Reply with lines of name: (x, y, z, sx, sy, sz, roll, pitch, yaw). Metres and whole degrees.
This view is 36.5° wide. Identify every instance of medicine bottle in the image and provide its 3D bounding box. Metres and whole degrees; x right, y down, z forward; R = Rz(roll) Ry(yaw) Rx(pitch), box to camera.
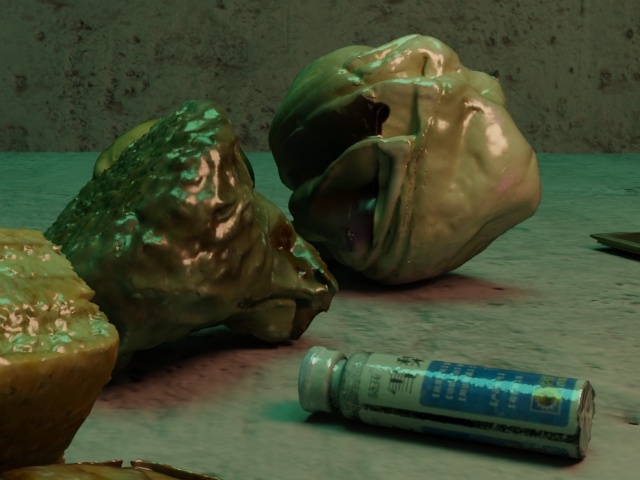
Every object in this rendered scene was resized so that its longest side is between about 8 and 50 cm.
medicine bottle: (0.080, 0.104, 0.639, 0.191, 0.051, 0.051, 6, 11, 24)

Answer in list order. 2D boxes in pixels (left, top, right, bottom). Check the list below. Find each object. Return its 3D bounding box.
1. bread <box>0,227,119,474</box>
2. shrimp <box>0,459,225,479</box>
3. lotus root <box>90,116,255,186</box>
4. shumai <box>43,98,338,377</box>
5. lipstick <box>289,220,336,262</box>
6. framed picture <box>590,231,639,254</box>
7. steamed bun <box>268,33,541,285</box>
bread: (-0.204, 0.073, 0.466, 0.102, 0.138, 0.196, 44, 21, 24)
shrimp: (-0.123, 0.147, 0.379, 0.178, 0.075, 0.289, 12, 3, 40)
lotus root: (-0.165, -0.058, 1.190, 0.183, 0.182, 0.310, 3, 5, 16)
shumai: (-0.112, 0.039, 0.785, 0.260, 0.222, 0.225, -48, 22, -25)
lipstick: (0.000, 0.000, 1.198, 0.264, 0.059, 0.059, -9, 13, -39)
framed picture: (0.541, 0.012, 1.265, 0.296, 0.019, 0.232, -3, 11, -22)
steamed bun: (0.065, -0.084, 1.081, 0.206, 0.275, 0.320, -19, 18, -37)
